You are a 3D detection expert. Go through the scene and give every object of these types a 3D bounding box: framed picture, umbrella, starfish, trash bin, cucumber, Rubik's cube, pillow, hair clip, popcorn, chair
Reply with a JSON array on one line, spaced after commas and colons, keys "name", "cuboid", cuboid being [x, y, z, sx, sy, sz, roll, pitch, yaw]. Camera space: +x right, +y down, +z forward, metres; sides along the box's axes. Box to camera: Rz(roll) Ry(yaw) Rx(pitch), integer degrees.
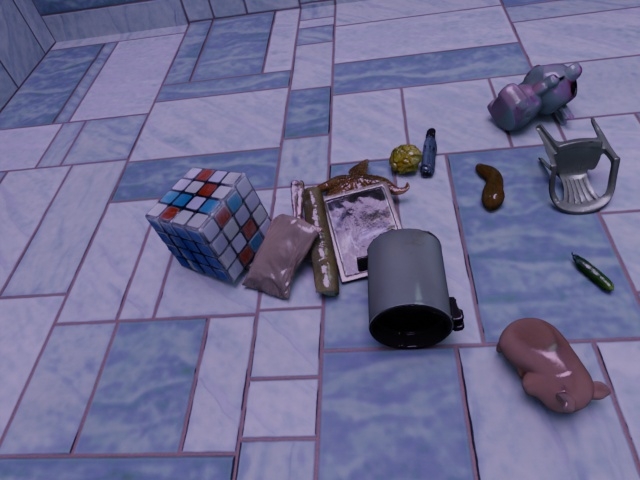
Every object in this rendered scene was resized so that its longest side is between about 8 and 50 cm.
[{"name": "framed picture", "cuboid": [0.144, -0.032, 1.600, 0.240, 0.020, 0.324, -13, 62, 1]}, {"name": "umbrella", "cuboid": [0.406, -0.332, 1.842, 0.053, 0.052, 0.250, 6, 51, 14]}, {"name": "starfish", "cuboid": [0.126, -0.188, 1.748, 0.375, 0.094, 0.327, 8, 53, 24]}, {"name": "trash bin", "cuboid": [0.237, 0.131, 1.359, 0.277, 0.217, 0.262, -4, 48, 10]}, {"name": "cucumber", "cuboid": [0.772, 0.089, 1.411, 0.037, 0.037, 0.155, -26, 51, -11]}, {"name": "Rubik's cube", "cuboid": [-0.346, -0.056, 1.597, 0.256, 0.259, 0.253, 13, 55, 33]}, {"name": "pillow", "cuboid": [-0.119, 0.052, 1.534, 0.173, 0.067, 0.270, 25, 91, 21]}, {"name": "hair clip", "cuboid": [-0.071, -0.058, 1.657, 0.173, 0.069, 0.300, 1, 65, -7]}, {"name": "popcorn", "cuboid": [0.312, -0.296, 1.805, 0.116, 0.120, 0.106, 45, 27, 12]}, {"name": "chair", "cuboid": [0.828, -0.244, 1.613, 0.203, 0.190, 0.274, -4, 41, 9]}]

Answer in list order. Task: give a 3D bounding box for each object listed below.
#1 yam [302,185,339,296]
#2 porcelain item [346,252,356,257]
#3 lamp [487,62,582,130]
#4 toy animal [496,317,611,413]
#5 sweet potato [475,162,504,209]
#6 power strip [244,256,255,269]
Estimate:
[{"name": "yam", "cuboid": [0.000, 0.000, 1.565, 0.083, 0.083, 0.371, -9, 63, 3]}, {"name": "porcelain item", "cuboid": [0.051, 0.037, 1.609, 0.075, 0.021, 0.136, -39, 53, -22]}, {"name": "lamp", "cuboid": [0.814, -0.519, 1.845, 0.301, 0.247, 0.247, -29, 80, -6]}, {"name": "toy animal", "cuboid": [0.545, 0.297, 1.195, 0.166, 0.154, 0.250, -20, 51, -18]}, {"name": "sweet potato", "cuboid": [0.580, -0.193, 1.684, 0.081, 0.062, 0.233, -3, 46, 11]}, {"name": "power strip", "cuboid": [-0.176, 0.039, 1.648, 0.191, 0.030, 0.047, -34, 52, -17]}]
